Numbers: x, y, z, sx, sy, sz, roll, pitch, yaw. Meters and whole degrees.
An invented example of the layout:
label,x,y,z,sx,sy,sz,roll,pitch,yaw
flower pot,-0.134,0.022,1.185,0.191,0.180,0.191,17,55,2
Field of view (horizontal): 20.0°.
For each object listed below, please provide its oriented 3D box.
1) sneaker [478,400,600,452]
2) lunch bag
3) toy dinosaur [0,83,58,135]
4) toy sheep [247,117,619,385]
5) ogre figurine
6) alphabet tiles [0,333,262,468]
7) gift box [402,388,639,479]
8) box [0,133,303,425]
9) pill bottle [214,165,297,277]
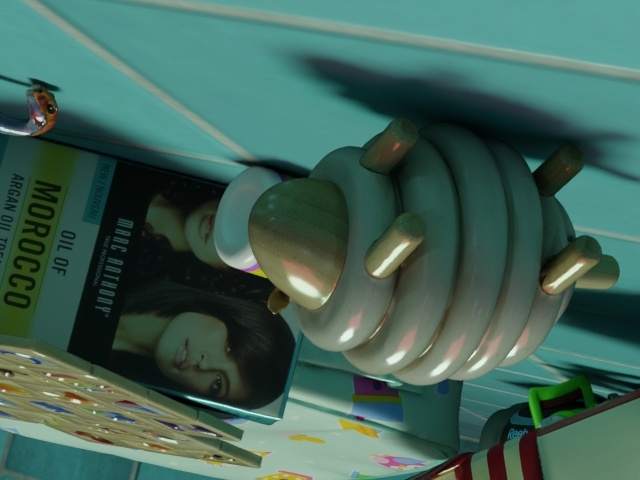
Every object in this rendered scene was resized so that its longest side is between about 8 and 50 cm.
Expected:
label,x,y,z,sx,sy,sz,roll,pitch,yaw
sneaker,0.310,0.219,1.555,0.341,0.125,0.139,13,166,-17
lunch bag,-0.059,0.059,1.012,0.279,0.108,0.224,16,159,-24
toy dinosaur,-0.143,-0.059,0.683,0.082,0.047,0.090,8,-150,-33
toy sheep,0.039,0.004,0.568,0.132,0.091,0.091,11,174,-22
ogre figurine,0.213,0.145,1.316,0.118,0.097,0.197,-4,-173,3
alphabet tiles,-0.137,0.073,0.870,0.198,0.009,0.237,4,164,33
gift box,0.175,0.194,0.895,0.255,0.258,0.276,-27,150,38
box,-0.125,0.008,0.836,0.244,0.100,0.060,14,172,-3
pill bottle,0.000,0.000,0.759,0.083,0.043,0.043,18,172,-33
